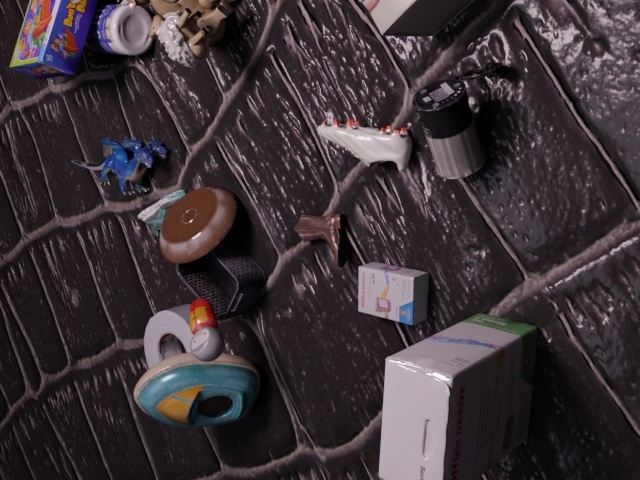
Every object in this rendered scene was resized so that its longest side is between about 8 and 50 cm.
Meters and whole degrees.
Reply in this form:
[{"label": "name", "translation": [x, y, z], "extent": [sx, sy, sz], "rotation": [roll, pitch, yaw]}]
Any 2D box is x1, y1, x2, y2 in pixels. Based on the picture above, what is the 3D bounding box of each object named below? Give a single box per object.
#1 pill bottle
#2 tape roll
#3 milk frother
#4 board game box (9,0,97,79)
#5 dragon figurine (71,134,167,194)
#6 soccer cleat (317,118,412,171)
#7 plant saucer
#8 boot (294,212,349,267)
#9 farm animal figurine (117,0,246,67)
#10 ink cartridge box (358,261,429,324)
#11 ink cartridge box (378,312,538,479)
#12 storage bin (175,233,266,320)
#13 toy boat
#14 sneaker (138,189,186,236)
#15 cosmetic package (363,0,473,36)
[{"label": "pill bottle", "translation": [-0.475, -0.479, 1.733], "extent": [0.186, 0.112, 0.112], "rotation": [13, 108, 39]}, {"label": "tape roll", "translation": [-0.318, 0.262, 1.785], "extent": [0.219, 0.072, 0.219], "rotation": [11, 107, 39]}, {"label": "milk frother", "translation": [0.229, -0.194, 1.195], "extent": [0.143, 0.129, 0.135], "rotation": [-15, 128, 15]}, {"label": "board game box", "translation": [-0.579, -0.544, 1.720], "extent": [0.233, 0.078, 0.347], "rotation": [10, 84, 51]}, {"label": "dragon figurine", "translation": [-0.470, -0.198, 1.807], "extent": [0.289, 0.085, 0.144], "rotation": [24, 114, 35]}, {"label": "soccer cleat", "translation": [0.072, -0.170, 1.353], "extent": [0.196, 0.068, 0.076], "rotation": [15, 112, 35]}, {"label": "plant saucer", "translation": [-0.268, -0.043, 1.612], "extent": [0.198, 0.036, 0.199], "rotation": [-18, 46, 20]}, {"label": "boot", "translation": [0.000, 0.000, 1.471], "extent": [0.114, 0.037, 0.107], "rotation": [-3, 85, 38]}, {"label": "farm animal figurine", "translation": [-0.300, -0.510, 1.508], "extent": [0.172, 0.330, 0.327], "rotation": [-32, 106, 38]}, {"label": "ink cartridge box", "translation": [0.128, 0.093, 1.369], "extent": [0.122, 0.052, 0.089], "rotation": [11, 107, 41]}, {"label": "ink cartridge box", "translation": [0.216, 0.247, 1.174], "extent": [0.117, 0.278, 0.202], "rotation": [13, 107, 38]}, {"label": "storage bin", "translation": [-0.216, 0.070, 1.645], "extent": [0.180, 0.084, 0.122], "rotation": [44, 125, 25]}, {"label": "toy boat", "translation": [-0.249, 0.279, 1.583], "extent": [0.148, 0.267, 0.318], "rotation": [-113, 26, -51]}, {"label": "sneaker", "translation": [-0.348, -0.061, 1.759], "extent": [0.166, 0.065, 0.076], "rotation": [-25, 99, 45]}, {"label": "cosmetic package", "translation": [0.111, -0.477, 1.194], "extent": [0.129, 0.153, 0.296], "rotation": [-37, 73, 41]}]
